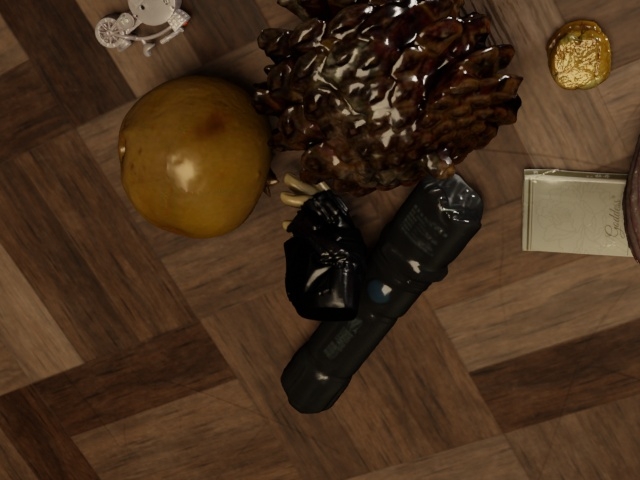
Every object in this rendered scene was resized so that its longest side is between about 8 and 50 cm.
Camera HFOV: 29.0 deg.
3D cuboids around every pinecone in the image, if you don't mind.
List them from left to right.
[{"bbox_3d":[0.067,-0.191,1.434,0.296,0.242,0.298,49,122,-3],"label":"pinecone"}]

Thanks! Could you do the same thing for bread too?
[{"bbox_3d":[0.306,-0.215,1.464,0.081,0.046,0.083,-39,101,25],"label":"bread"}]

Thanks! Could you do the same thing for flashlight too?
[{"bbox_3d":[0.070,0.082,1.674,0.103,0.103,0.424,33,123,-4],"label":"flashlight"}]

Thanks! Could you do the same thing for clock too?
[{"bbox_3d":[-0.228,-0.282,1.584,0.129,0.041,0.087,-33,102,24],"label":"clock"}]

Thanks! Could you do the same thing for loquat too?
[{"bbox_3d":[-0.156,-0.105,1.575,0.208,0.208,0.208,7,120,12],"label":"loquat"}]

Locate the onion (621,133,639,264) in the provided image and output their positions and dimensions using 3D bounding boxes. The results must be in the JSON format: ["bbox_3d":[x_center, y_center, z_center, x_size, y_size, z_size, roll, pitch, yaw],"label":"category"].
[{"bbox_3d":[0.473,-0.032,1.426,0.250,0.111,0.247,45,140,41],"label":"onion"}]

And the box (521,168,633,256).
[{"bbox_3d":[0.354,-0.034,1.562,0.198,0.029,0.109,4,119,13],"label":"box"}]

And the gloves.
[{"bbox_3d":[0.000,0.000,1.608,0.124,0.203,0.164,9,164,-19],"label":"gloves"}]
